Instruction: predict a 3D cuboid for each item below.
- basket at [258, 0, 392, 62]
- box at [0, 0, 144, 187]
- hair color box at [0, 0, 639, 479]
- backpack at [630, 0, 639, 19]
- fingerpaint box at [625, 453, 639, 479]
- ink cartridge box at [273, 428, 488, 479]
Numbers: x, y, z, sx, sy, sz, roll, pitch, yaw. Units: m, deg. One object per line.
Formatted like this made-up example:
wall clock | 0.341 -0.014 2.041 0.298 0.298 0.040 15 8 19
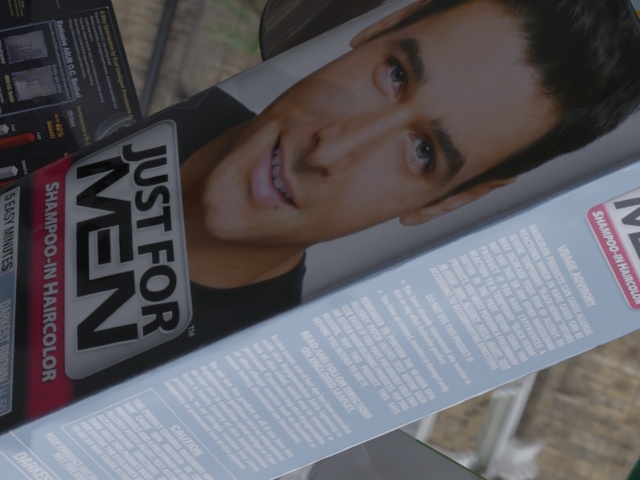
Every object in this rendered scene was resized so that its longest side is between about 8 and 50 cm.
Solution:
basket | 0.072 -0.245 1.404 0.154 0.227 0.204 44 -135 -12
box | -0.286 -0.134 1.231 0.242 0.076 0.307 -14 -118 -10
hair color box | 0.000 0.000 0.724 0.114 0.374 0.185 56 -164 -42
backpack | 0.218 -0.143 0.978 0.144 0.166 0.188 39 -168 23
fingerpaint box | 0.533 0.329 1.591 0.371 0.163 0.445 29 -161 18
ink cartridge box | 0.033 0.334 1.730 0.207 0.353 0.119 30 -119 -6
